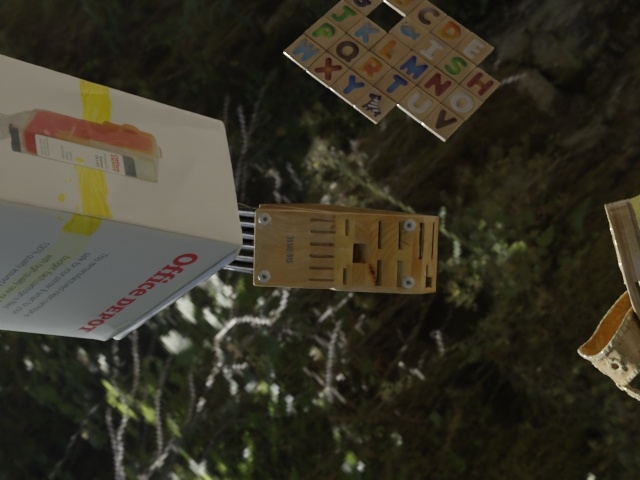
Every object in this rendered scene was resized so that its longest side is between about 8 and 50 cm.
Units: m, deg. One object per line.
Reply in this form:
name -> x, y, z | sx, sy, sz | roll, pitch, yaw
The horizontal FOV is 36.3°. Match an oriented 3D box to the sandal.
sandal -> 0.275, 0.083, 0.904 | 0.088, 0.079, 0.240 | -54, -52, -69

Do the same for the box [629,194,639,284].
box -> 0.419, 0.061, 1.172 | 0.087, 0.058, 0.232 | -107, -8, -68

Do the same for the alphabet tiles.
alphabet tiles -> 0.105, -0.235, 1.266 | 0.237, 0.198, 0.009 | 39, 157, 14

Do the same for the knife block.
knife block -> 0.000, 0.000, 1.184 | 0.276, 0.088, 0.242 | 2, -174, 5

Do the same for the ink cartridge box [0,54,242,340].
ink cartridge box -> -0.312, -0.034, 0.949 | 0.385, 0.279, 0.160 | 13, -123, -40
